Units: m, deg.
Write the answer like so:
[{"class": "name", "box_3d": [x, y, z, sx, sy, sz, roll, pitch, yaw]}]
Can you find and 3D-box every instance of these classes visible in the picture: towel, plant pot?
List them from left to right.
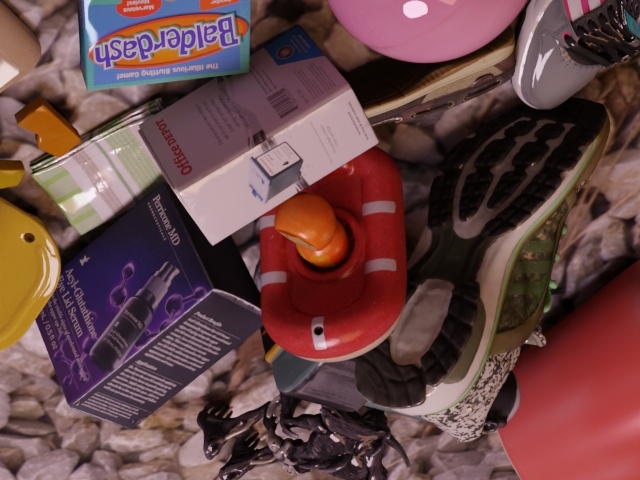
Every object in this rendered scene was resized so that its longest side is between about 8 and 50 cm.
[{"class": "towel", "box_3d": [-0.202, -0.070, 1.635, 0.152, 0.023, 0.113, -27, 133, 5]}, {"class": "plant pot", "box_3d": [0.353, 0.192, 1.923, 0.243, 0.275, 0.275, -32, 134, 25]}]

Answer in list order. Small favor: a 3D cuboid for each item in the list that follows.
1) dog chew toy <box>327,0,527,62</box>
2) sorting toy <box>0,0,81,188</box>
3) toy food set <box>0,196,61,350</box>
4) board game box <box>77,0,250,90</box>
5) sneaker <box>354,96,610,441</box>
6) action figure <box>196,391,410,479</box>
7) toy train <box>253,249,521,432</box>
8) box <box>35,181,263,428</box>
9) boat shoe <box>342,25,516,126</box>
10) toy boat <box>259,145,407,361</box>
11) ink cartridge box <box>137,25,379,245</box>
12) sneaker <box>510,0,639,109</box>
[{"class": "dog chew toy", "box_3d": [0.041, -0.301, 1.401, 0.206, 0.207, 0.332, -42, 125, 18]}, {"class": "sorting toy", "box_3d": [-0.378, -0.146, 1.498, 0.229, 0.041, 0.307, -37, 132, 8]}, {"class": "toy food set", "box_3d": [-0.347, 0.041, 1.661, 0.128, 0.071, 0.218, 34, 113, -12]}, {"class": "board game box", "box_3d": [-0.144, -0.242, 1.485, 0.160, 0.047, 0.210, -9, 133, -13]}, {"class": "sneaker", "box_3d": [0.189, 0.032, 1.694, 0.410, 0.158, 0.182, -57, 137, -16]}, {"class": "action figure", "box_3d": [-0.007, 0.208, 1.838, 0.275, 0.141, 0.164, -8, 134, 37]}, {"class": "toy train", "box_3d": [0.078, 0.109, 1.771, 0.334, 0.190, 0.142, 19, 131, -32]}, {"class": "box", "box_3d": [-0.178, 0.069, 1.667, 0.207, 0.153, 0.108, -40, 145, 15]}, {"class": "boat shoe", "box_3d": [0.099, -0.149, 1.634, 0.223, 0.080, 0.073, -25, 129, -3]}, {"class": "toy boat", "box_3d": [0.000, 0.000, 1.582, 0.151, 0.231, 0.151, -8, 160, 18]}, {"class": "ink cartridge box", "box_3d": [-0.062, -0.103, 1.554, 0.190, 0.139, 0.082, -33, 129, -1]}, {"class": "sneaker", "box_3d": [0.308, -0.211, 1.584, 0.123, 0.178, 0.295, 13, 125, -29]}]
